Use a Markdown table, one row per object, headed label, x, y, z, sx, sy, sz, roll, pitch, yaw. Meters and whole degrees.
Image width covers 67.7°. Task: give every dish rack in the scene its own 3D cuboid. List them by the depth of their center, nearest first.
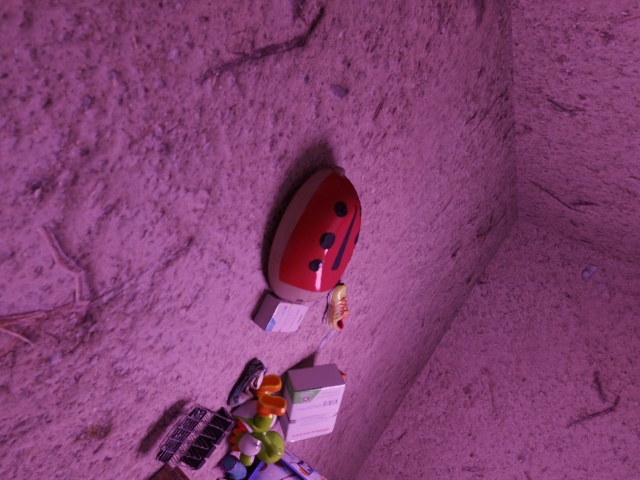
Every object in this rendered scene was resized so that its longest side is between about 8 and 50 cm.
| label | x | y | z | sx | sy | sz | roll | pitch | yaw |
| --- | --- | --- | --- | --- | --- | --- | --- | --- | --- |
| dish rack | -0.391 | 0.600 | 1.470 | 0.208 | 0.074 | 0.272 | -52 | 147 | -14 |

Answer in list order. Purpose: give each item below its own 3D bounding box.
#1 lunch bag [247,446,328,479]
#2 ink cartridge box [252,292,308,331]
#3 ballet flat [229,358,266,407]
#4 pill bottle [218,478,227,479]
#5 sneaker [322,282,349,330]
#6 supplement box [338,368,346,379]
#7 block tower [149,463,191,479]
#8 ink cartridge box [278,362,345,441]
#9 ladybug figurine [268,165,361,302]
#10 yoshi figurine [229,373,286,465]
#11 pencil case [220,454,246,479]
| label | x | y | z | sx | sy | sz | roll | pitch | yaw |
| --- | --- | --- | --- | --- | --- | --- | --- | --- | --- |
| lunch bag | -0.137 | 1.024 | 1.899 | 0.385 | 0.327 | 0.239 | -28 | 147 | -59 |
| ink cartridge box | -0.125 | 0.237 | 1.548 | 0.181 | 0.061 | 0.105 | 20 | 99 | -59 |
| ballet flat | -0.241 | 0.491 | 1.598 | 0.070 | 0.070 | 0.189 | 20 | 99 | -59 |
| pill bottle | -0.365 | 0.955 | 1.816 | 0.067 | 0.067 | 0.120 | -38 | 144 | -31 |
| sneaker | 0.077 | 0.257 | 1.832 | 0.081 | 0.094 | 0.209 | -22 | 132 | -44 |
| supplement box | 0.022 | 0.686 | 2.142 | 0.234 | 0.078 | 0.080 | -59 | 153 | 1 |
| block tower | -0.540 | 0.828 | 1.425 | 0.335 | 0.090 | 0.097 | -40 | 145 | -30 |
| ink cartridge box | -0.041 | 0.645 | 1.899 | 0.210 | 0.122 | 0.290 | -2 | 123 | -23 |
| ladybug figurine | 0.000 | 0.000 | 1.428 | 0.305 | 0.161 | 0.450 | -11 | 125 | -51 |
| yoshi figurine | -0.188 | 0.667 | 1.711 | 0.203 | 0.202 | 0.363 | -25 | 139 | -54 |
| pencil case | -0.325 | 0.857 | 1.791 | 0.070 | 0.064 | 0.152 | -36 | 143 | -21 |
